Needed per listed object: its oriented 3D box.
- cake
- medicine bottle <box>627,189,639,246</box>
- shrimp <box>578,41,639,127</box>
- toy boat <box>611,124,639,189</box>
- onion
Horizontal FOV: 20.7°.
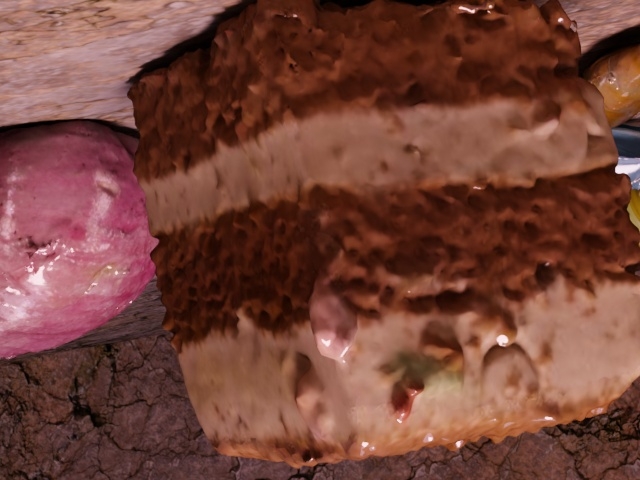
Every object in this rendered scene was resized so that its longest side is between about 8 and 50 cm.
[{"bbox_3d":[0.036,-0.003,1.174,0.256,0.290,0.282,-5,176,-28],"label":"cake"},{"bbox_3d":[0.357,-0.047,2.051,0.124,0.124,0.239,-7,172,-25],"label":"medicine bottle"},{"bbox_3d":[0.282,-0.137,1.425,0.173,0.058,0.253,-18,173,-4],"label":"shrimp"},{"bbox_3d":[0.241,-0.062,1.825,0.238,0.109,0.098,-19,-160,12],"label":"toy boat"},{"bbox_3d":[-0.225,0.015,1.449,0.267,0.159,0.349,-13,170,31],"label":"onion"}]
